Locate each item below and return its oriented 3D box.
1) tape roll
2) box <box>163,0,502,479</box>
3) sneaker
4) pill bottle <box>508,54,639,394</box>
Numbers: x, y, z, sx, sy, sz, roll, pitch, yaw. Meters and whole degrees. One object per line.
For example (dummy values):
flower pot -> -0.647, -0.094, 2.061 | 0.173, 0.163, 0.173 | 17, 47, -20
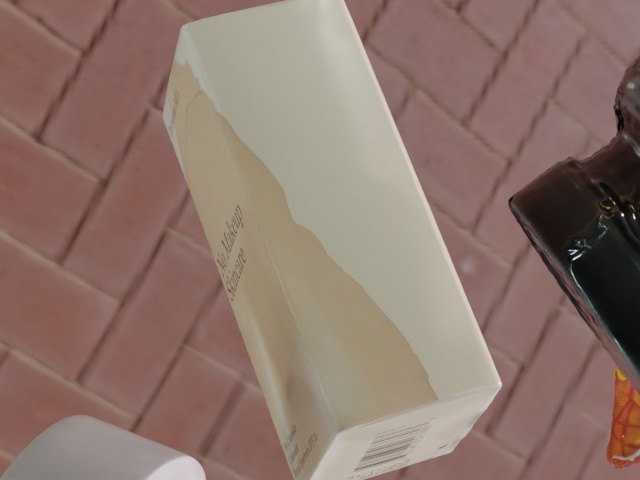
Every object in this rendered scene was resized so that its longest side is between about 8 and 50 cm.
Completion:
tape roll -> -0.145, 0.214, 1.045 | 0.219, 0.072, 0.219 | 19, 90, -75
box -> 0.000, 0.000, 1.257 | 0.121, 0.311, 0.148 | -15, 157, -17
sneaker -> 0.240, 0.117, 1.316 | 0.064, 0.067, 0.175 | -17, 155, -14
pill bottle -> 0.178, -0.039, 0.608 | 0.219, 0.123, 0.123 | -35, 126, 3
